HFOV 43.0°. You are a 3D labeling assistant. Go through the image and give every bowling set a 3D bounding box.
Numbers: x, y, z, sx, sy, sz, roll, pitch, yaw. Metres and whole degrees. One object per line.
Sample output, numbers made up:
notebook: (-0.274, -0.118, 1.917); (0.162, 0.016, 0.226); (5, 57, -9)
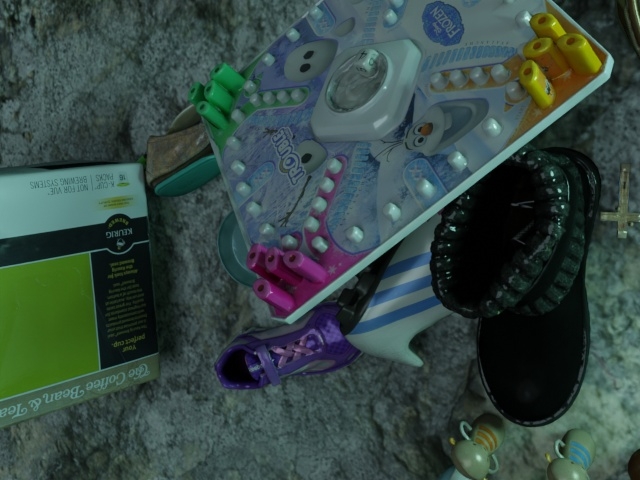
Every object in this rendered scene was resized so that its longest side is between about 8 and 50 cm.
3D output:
bowling set: (0.294, 0.295, 0.920); (0.200, 0.154, 0.287); (-41, 81, 27)

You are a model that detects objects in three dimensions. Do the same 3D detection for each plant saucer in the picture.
plant saucer: (-0.089, 0.007, 1.132); (0.119, 0.021, 0.119); (5, 101, 26)

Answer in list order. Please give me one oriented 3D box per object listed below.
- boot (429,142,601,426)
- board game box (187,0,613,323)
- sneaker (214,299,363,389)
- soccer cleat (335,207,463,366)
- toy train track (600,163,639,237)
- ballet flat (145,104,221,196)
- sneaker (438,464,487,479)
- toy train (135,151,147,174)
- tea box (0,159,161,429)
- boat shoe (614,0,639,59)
boot: (0.207, 0.064, 0.860); (0.131, 0.260, 0.348); (6, 101, 25)
board game box: (0.038, -0.166, 0.855); (0.390, 0.050, 0.390); (-38, 45, 14)
sneaker: (-0.047, 0.152, 1.093); (0.236, 0.104, 0.095); (-20, 89, 27)
soccer cleat: (0.148, 0.007, 0.980); (0.143, 0.116, 0.331); (29, 109, -7)
toy train track: (0.339, -0.044, 0.908); (0.048, 0.014, 0.083); (2, 94, 8)
ballet flat: (-0.116, -0.154, 1.075); (0.316, 0.107, 0.106); (-18, 73, 27)
sneaker: (0.089, 0.421, 1.058); (0.150, 0.135, 0.366); (28, 110, 16)
toy train: (-0.274, -0.103, 1.208); (0.083, 0.017, 0.024); (-36, 72, 27)
tea box: (-0.422, 0.062, 1.111); (0.220, 0.329, 0.324); (5, 102, 44)
boat shoe: (0.395, -0.148, 0.806); (0.122, 0.120, 0.324); (-38, 82, 27)
